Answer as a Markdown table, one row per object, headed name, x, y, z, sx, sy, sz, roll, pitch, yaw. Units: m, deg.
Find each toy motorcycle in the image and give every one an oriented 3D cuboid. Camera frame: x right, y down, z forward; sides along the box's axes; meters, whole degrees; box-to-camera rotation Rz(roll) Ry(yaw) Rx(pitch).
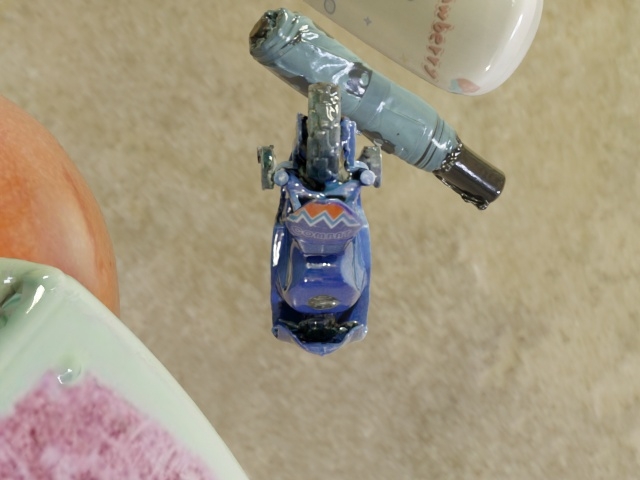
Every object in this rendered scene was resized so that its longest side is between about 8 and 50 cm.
| name | x | y | z | sx | sy | sz | roll | pitch | yaw |
| --- | --- | --- | --- | --- | --- | --- | --- | --- | --- |
| toy motorcycle | 0.000 | 0.000 | 1.012 | 0.076 | 0.205 | 0.114 | 0 | 55 | -2 |

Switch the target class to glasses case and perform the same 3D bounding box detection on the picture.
| name | x | y | z | sx | sy | sz | roll | pitch | yaw |
| --- | --- | --- | --- | --- | --- | --- | --- | --- | --- |
| glasses case | 0.028 | -0.144 | 0.859 | 0.204 | 0.051 | 0.081 | 36 | 108 | 34 |

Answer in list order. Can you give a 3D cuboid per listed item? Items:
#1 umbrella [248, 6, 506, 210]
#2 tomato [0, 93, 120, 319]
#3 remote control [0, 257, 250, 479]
| name | x | y | z | sx | sy | sz | roll | pitch | yaw |
| --- | --- | --- | --- | --- | --- | --- | --- | --- | --- |
| umbrella | 0.049 | -0.102 | 1.318 | 0.053 | 0.250 | 0.052 | -50 | 28 | 17 |
| tomato | -0.275 | 0.041 | 1.070 | 0.321 | 0.321 | 0.321 | -5 | 70 | 14 |
| remote control | -0.117 | 0.161 | 0.292 | 0.050 | 0.145 | 0.344 | 2 | 42 | 41 |
